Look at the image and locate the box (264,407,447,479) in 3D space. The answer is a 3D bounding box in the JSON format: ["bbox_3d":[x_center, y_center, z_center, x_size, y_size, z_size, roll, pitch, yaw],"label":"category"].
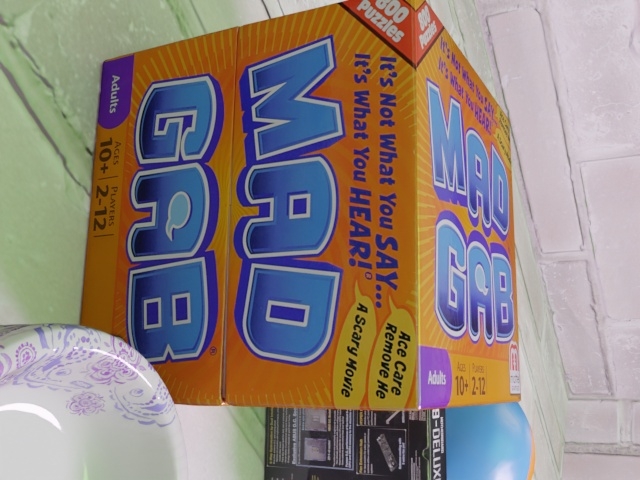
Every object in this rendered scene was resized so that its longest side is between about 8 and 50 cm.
[{"bbox_3d":[0.044,0.280,0.957,0.076,0.243,0.307,21,67,-61],"label":"box"}]

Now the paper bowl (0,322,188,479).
[{"bbox_3d":[-0.237,0.204,0.515,0.284,0.148,0.284,19,69,-62],"label":"paper bowl"}]

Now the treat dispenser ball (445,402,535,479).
[{"bbox_3d":[0.234,0.370,1.262,0.288,0.288,0.288,17,70,-61],"label":"treat dispenser ball"}]

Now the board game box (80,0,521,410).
[{"bbox_3d":[0.000,0.000,0.787,0.356,0.357,0.356,21,67,-60],"label":"board game box"}]
